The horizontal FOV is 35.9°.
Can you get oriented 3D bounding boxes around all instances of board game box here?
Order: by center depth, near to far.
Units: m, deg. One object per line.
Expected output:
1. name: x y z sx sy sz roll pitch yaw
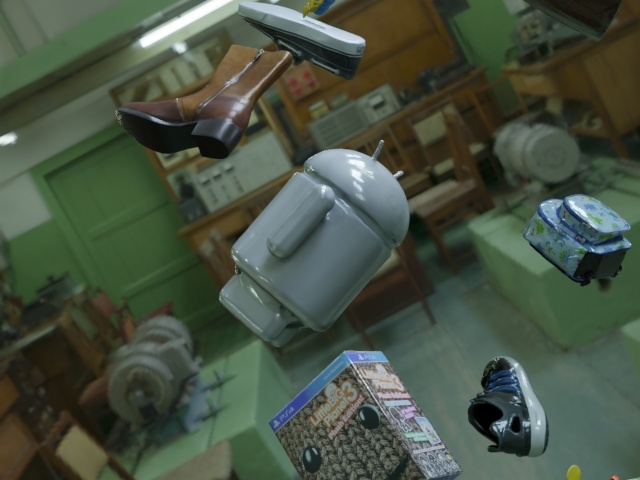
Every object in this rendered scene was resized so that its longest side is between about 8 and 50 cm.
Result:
1. board game box: 0.082 0.395 1.893 0.232 0.291 0.141 -46 -28 21

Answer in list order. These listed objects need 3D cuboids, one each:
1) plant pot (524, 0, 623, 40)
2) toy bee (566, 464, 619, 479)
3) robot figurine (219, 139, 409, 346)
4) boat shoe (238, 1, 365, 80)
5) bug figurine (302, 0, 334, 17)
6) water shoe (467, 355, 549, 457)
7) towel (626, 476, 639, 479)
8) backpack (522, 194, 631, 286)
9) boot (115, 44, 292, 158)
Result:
1. plant pot: 0.315 -0.416 1.364 0.215 0.231 0.215 21 -90 -86
2. toy bee: 0.612 0.595 2.192 0.299 0.195 0.162 11 25 17
3. robot figurine: 0.000 0.000 1.557 0.353 0.200 0.300 -49 -14 -3
4. boat shoe: -0.050 -0.420 2.088 0.301 0.102 0.108 24 25 17
5. bug figurine: 0.033 -0.529 1.721 0.072 0.278 0.216 10 -11 -20
6. water shoe: 0.222 0.200 1.243 0.080 0.072 0.203 2 16 -7
7. towel: 0.657 0.506 1.699 0.325 0.038 0.247 -21 55 28
8. backpack: 0.324 -0.010 1.245 0.105 0.114 0.084 -9 -51 -45
9. boot: -0.225 -0.293 1.901 0.264 0.096 0.280 8 52 27
